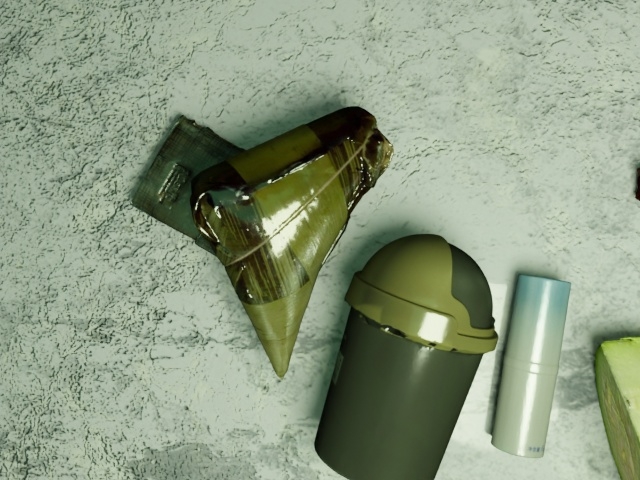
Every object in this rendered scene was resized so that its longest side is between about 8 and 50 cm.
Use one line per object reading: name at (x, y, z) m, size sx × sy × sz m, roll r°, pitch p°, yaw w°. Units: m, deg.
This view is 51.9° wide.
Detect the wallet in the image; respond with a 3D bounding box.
wallet at (-0.125, -0.050, 1.021) m, size 0.317 × 0.044 × 0.169 m, roll 30°, pitch 89°, yaw 5°

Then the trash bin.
trash bin at (0.122, 0.155, 0.901) m, size 0.214 × 0.214 × 0.334 m, roll 16°, pitch 94°, yaw 7°

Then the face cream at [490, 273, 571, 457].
face cream at (0.302, 0.177, 0.944) m, size 0.077 × 0.077 × 0.250 m, roll 10°, pitch 89°, yaw 7°

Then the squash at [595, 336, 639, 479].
squash at (0.543, 0.239, 0.838) m, size 0.308 × 0.234 × 0.210 m, roll -12°, pitch 128°, yaw 11°

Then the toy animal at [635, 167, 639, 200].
toy animal at (0.541, -0.088, 0.907) m, size 0.179 × 0.116 × 0.219 m, roll -3°, pitch 94°, yaw 6°

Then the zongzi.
zongzi at (0.000, 0.000, 0.933) m, size 0.289 × 0.154 × 0.318 m, roll -24°, pitch 102°, yaw -4°
